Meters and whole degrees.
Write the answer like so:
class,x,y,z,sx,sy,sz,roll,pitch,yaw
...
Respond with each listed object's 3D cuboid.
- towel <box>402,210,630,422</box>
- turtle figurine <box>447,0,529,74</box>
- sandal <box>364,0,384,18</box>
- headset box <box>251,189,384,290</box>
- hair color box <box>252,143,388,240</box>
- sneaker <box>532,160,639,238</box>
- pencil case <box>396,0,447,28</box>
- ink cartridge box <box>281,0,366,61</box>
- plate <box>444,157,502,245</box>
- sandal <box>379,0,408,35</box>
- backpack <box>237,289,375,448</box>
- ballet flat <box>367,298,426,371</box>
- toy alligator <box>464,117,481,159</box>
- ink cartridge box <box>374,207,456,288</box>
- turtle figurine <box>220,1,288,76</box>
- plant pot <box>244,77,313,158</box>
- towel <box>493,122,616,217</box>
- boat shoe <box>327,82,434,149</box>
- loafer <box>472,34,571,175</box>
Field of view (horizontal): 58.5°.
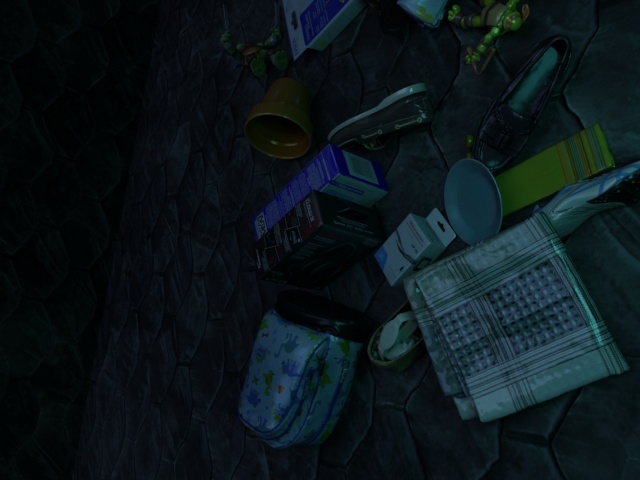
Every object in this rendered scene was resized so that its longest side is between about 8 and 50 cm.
class,x,y,z,sx,sy,sz,roll,pitch,yaw
towel,0.331,0.149,1.051,0.324,0.056,0.312,-31,72,30
turtle figurine,0.390,-0.512,1.265,0.270,0.087,0.217,-65,32,24
sandal,0.176,-0.664,1.590,0.090,0.060,0.219,-34,66,6
headset box,0.000,0.000,1.451,0.293,0.218,0.110,-39,52,34
hair color box,-0.007,-0.091,1.515,0.338,0.185,0.110,-39,52,36
sneaker,0.485,-0.085,1.018,0.237,0.085,0.086,-34,47,35
pencil case,0.302,-0.663,1.398,0.124,0.113,0.273,45,113,36
ink cartridge box,0.008,-0.764,1.815,0.307,0.072,0.304,-36,54,40
plate,0.325,-0.081,1.203,0.188,0.024,0.188,167,90,-68
sandal,0.209,-0.670,1.518,0.097,0.054,0.255,1,74,15
backpack,-0.053,0.330,1.412,0.290,0.273,0.356,19,105,44
ballet flat,0.221,0.152,1.224,0.349,0.123,0.123,-53,44,23
toy alligator,0.342,-0.167,1.242,0.051,0.056,0.190,-163,73,-89
ink cartridge box,0.214,0.013,1.316,0.180,0.060,0.104,-52,44,27
turtle figurine,-0.229,-0.691,1.967,0.266,0.197,0.275,47,118,42
plant pot,-0.111,-0.385,1.743,0.205,0.205,0.188,-20,48,45
towel,0.450,-0.133,1.125,0.237,0.021,0.102,-30,51,42
boat shoe,0.148,-0.288,1.459,0.324,0.116,0.097,-22,91,43
loafer,0.398,-0.271,1.142,0.109,0.095,0.303,30,102,8
